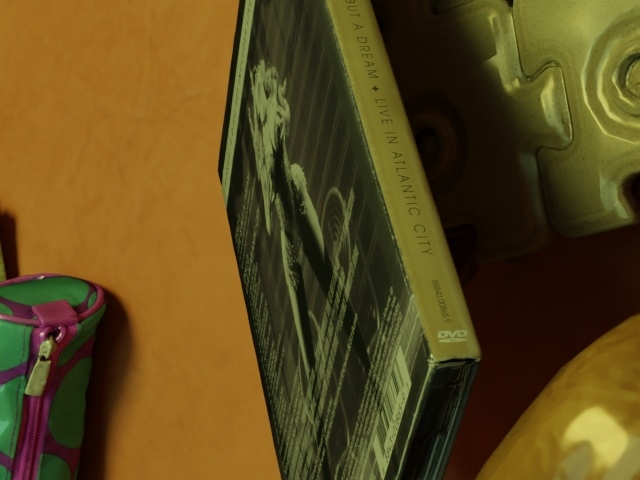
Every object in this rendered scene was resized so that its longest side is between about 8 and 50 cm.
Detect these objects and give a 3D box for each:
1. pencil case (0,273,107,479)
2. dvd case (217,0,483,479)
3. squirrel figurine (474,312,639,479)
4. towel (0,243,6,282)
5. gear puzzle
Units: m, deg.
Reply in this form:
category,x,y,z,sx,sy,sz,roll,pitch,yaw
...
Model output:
category,x,y,z,sx,sy,sz,roll,pitch,yaw
pencil case,-0.128,0.091,0.712,0.070,0.064,0.152,-148,64,-65
dvd case,0.000,0.000,0.519,0.164,0.018,0.221,101,160,-47
squirrel figurine,0.031,0.209,0.344,0.281,0.370,0.397,45,122,34
towel,-0.190,0.038,0.797,0.148,0.027,0.110,-9,85,45
gear puzzle,0.130,-0.098,0.468,0.339,0.044,0.175,-16,79,41
